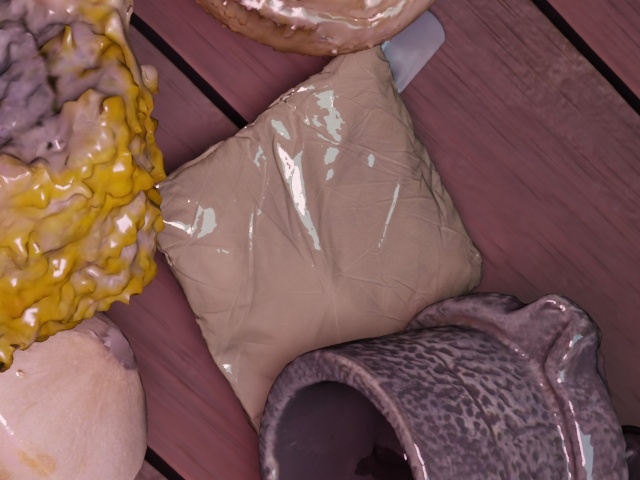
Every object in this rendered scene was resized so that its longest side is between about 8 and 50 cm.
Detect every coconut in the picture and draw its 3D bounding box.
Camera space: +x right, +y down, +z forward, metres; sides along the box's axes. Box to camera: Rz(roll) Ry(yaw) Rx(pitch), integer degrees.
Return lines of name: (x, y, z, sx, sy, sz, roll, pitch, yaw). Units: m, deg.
coconut: (-0.248, 0.124, 1.498, 0.241, 0.241, 0.241, -1, 93, -19)

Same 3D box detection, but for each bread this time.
bread: (-0.008, -0.307, 1.600, 0.305, 0.159, 0.306, 1, 87, -15)

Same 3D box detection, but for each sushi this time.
sushi: (-0.299, -0.084, 1.394, 0.351, 0.396, 0.240, -25, 143, -15)

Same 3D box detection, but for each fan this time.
fan: (0.028, -0.095, 1.700, 0.057, 0.023, 0.282, 36, 81, -26)

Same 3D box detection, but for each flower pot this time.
flower pot: (0.132, 0.176, 1.578, 0.282, 0.299, 0.299, -8, 96, -37)

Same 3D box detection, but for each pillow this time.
pillow: (-0.001, 0.002, 1.644, 0.280, 0.076, 0.274, -36, 117, -19)
